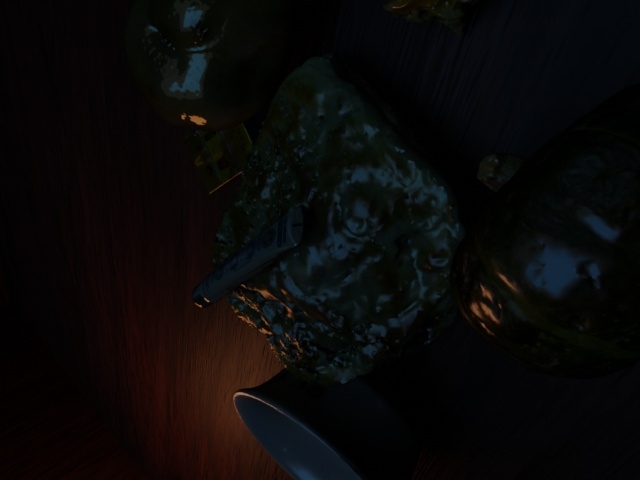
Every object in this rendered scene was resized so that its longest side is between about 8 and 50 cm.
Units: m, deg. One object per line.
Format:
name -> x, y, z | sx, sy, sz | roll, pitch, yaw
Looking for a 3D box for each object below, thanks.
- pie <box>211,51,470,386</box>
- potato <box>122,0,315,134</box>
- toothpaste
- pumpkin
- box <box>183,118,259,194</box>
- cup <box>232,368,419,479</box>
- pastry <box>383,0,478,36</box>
pie -> 0.017, -0.010, 0.633 | 0.395, 0.180, 0.418 | 41, 128, 23
potato -> -0.126, -0.304, 0.609 | 0.351, 0.202, 0.218 | -53, 59, 30
toothpaste -> -0.100, 0.031, 0.603 | 0.039, 0.062, 0.239 | 30, 134, -30
pumpkin -> 0.217, -0.014, 0.381 | 0.189, 0.260, 0.260 | 40, 133, 23
box -> -0.182, -0.173, 0.842 | 0.193, 0.030, 0.121 | -21, 95, 46
cup -> 0.031, 0.325, 0.770 | 0.347, 0.163, 0.347 | 30, 144, 25
pastry -> 0.126, -0.326, 0.416 | 0.154, 0.102, 0.250 | 18, 120, 40
